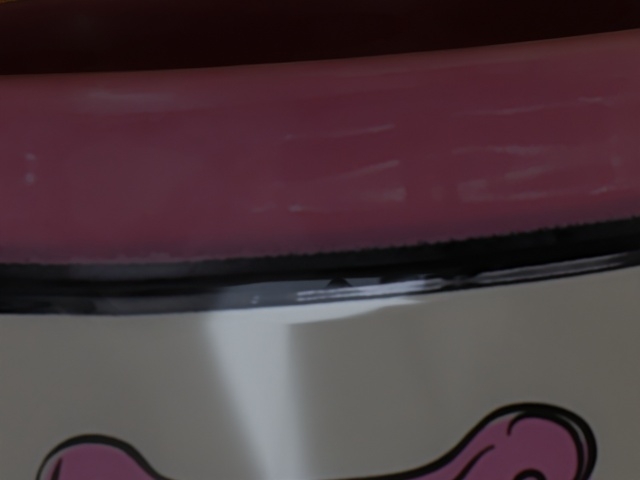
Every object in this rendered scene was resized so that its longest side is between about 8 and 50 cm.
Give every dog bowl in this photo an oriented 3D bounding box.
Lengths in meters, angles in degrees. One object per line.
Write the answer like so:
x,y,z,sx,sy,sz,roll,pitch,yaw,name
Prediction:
0.000,0.000,0.540,0.408,0.408,0.150,-3,103,6,dog bowl
